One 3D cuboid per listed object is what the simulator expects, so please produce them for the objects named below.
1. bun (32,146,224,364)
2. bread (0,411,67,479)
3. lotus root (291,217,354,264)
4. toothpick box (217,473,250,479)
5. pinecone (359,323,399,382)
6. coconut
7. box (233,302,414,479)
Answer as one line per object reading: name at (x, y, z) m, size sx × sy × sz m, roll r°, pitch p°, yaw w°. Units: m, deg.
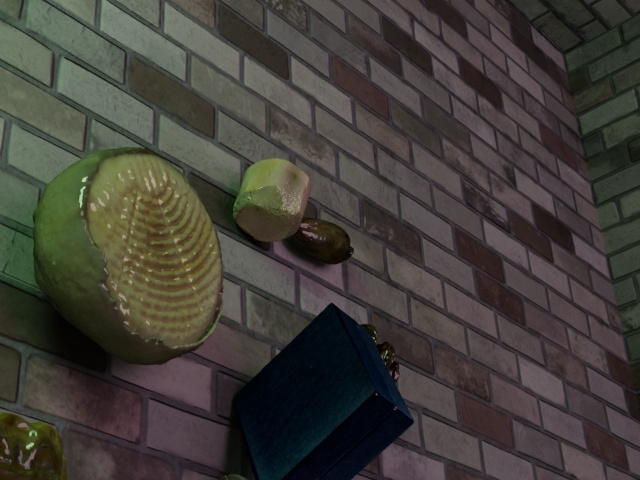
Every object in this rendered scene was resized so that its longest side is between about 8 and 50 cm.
bun at (-0.319, 0.032, 1.737) m, size 0.364 × 0.202 × 0.364 m, roll 39°, pitch 40°, yaw -43°
bread at (-0.461, 0.294, 1.426) m, size 0.268 × 0.130 × 0.152 m, roll 25°, pitch 57°, yaw -43°
lotus root at (0.000, 0.000, 2.306) m, size 0.179 × 0.080 × 0.089 m, roll 22°, pitch 53°, yaw -40°
toothpick box at (-0.099, 0.470, 1.813) m, size 0.181 × 0.111 × 0.111 m, roll 36°, pitch 42°, yaw -37°
pinecone at (0.061, 0.259, 2.117) m, size 0.208 × 0.208 × 0.207 m, roll 33°, pitch 43°, yaw -38°
coconut at (-0.095, -0.087, 2.181) m, size 0.147 × 0.147 × 0.152 m, roll 45°, pitch 41°, yaw -26°
box at (-0.003, 0.288, 1.848) m, size 0.116 × 0.261 × 0.279 m, roll 42°, pitch 11°, yaw -28°
